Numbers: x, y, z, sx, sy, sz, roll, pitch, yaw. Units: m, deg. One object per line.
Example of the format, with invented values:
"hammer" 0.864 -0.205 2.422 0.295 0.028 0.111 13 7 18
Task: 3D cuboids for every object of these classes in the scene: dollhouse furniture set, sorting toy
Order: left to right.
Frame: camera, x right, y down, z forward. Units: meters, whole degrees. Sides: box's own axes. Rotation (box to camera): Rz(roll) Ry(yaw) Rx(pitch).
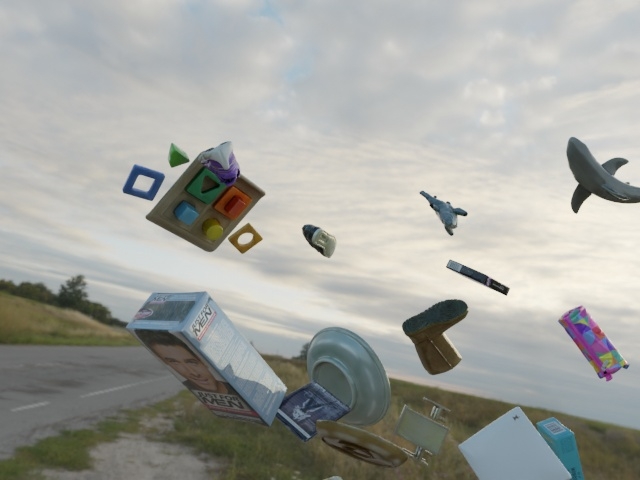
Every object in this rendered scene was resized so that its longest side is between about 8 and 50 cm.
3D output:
"sorting toy" -0.229 -0.066 1.038 0.348 0.196 0.047 35 14 -45
"dollhouse furniture set" 0.347 0.666 1.781 0.161 0.212 0.242 25 -12 11

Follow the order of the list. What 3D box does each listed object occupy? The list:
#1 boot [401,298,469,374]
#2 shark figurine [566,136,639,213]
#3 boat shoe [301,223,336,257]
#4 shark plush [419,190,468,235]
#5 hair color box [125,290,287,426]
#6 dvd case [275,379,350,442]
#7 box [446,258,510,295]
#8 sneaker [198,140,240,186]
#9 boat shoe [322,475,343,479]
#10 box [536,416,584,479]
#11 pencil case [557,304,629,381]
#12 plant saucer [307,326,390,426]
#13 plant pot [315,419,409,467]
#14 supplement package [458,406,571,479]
"boot" 0.422 0.330 1.691 0.236 0.089 0.269 -23 -53 18
"shark figurine" 0.648 -0.111 1.043 0.279 0.166 0.116 10 19 5
"boat shoe" 0.000 0.000 1.875 0.079 0.084 0.233 24 -10 27
"shark plush" 0.306 -0.086 1.267 0.067 0.161 0.073 9 -46 -35
"hair color box" -0.255 0.283 1.175 0.186 0.113 0.374 -5 -50 34
"dvd case" -0.033 0.524 1.550 0.165 0.018 0.221 30 26 32
"box" 0.418 0.099 1.319 0.116 0.029 0.162 27 1 42
"sneaker" -0.175 -0.129 0.885 0.068 0.071 0.170 -23 11 -6
"boat shoe" 0.053 0.693 1.352 0.059 0.062 0.170 10 -7 -24
"box" 0.712 0.658 1.469 0.060 0.244 0.100 -17 9 -5
"pencil case" 0.868 0.324 1.595 0.105 0.236 0.104 -25 -24 -12
"plant saucer" 0.073 0.526 1.868 0.401 0.400 0.101 -3 11 43
"plant pot" 0.093 0.494 1.199 0.237 0.032 0.236 17 -30 10
"supplement package" 0.473 0.542 1.235 0.175 0.177 0.293 -35 -30 4
